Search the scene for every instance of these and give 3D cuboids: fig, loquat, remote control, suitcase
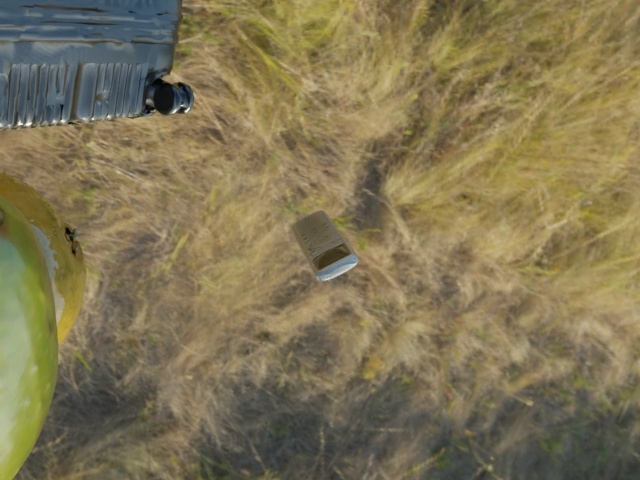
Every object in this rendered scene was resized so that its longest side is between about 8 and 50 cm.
[{"bbox_3d":[-0.321,0.089,0.583,0.258,0.258,0.326,12,131,-45],"label":"fig"},{"bbox_3d":[-0.419,0.041,0.937,0.263,0.263,0.263,-18,117,-38],"label":"loquat"},{"bbox_3d":[0.000,0.000,1.190,0.067,0.261,0.029,-28,110,-1],"label":"remote control"},{"bbox_3d":[-0.284,-0.193,0.579,0.230,0.335,0.152,-24,129,-61],"label":"suitcase"}]
